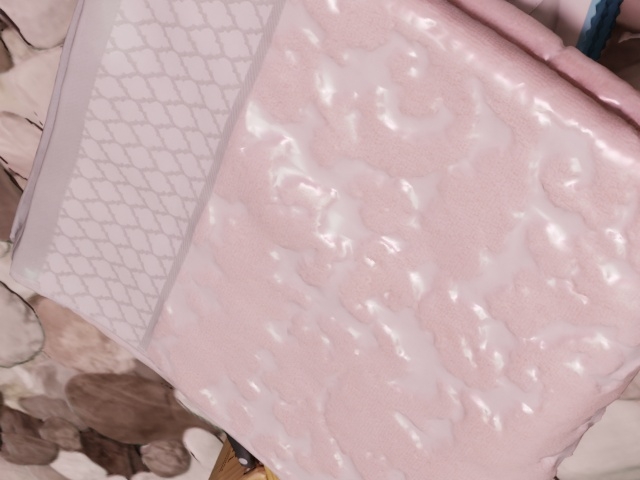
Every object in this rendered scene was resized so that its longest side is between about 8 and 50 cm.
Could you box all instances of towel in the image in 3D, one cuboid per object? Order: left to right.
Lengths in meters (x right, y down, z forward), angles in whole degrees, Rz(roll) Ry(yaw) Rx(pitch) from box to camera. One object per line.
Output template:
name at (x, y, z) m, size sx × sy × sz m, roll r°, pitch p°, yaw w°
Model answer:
towel at (0.000, 0.000, 0.739) m, size 0.317 × 0.053 × 0.331 m, roll 36°, pitch 137°, yaw 8°

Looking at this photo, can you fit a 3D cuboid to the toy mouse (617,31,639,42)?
toy mouse at (0.191, -0.126, 0.658) m, size 0.161 × 0.031 × 0.143 m, roll -10°, pitch 129°, yaw 31°

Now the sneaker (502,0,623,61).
sneaker at (0.083, -0.104, 0.698) m, size 0.092 × 0.087 × 0.228 m, roll 26°, pitch 135°, yaw 12°

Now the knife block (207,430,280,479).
knife block at (0.043, 0.135, 0.952) m, size 0.276 × 0.088 × 0.242 m, roll 36°, pitch 137°, yaw -14°
